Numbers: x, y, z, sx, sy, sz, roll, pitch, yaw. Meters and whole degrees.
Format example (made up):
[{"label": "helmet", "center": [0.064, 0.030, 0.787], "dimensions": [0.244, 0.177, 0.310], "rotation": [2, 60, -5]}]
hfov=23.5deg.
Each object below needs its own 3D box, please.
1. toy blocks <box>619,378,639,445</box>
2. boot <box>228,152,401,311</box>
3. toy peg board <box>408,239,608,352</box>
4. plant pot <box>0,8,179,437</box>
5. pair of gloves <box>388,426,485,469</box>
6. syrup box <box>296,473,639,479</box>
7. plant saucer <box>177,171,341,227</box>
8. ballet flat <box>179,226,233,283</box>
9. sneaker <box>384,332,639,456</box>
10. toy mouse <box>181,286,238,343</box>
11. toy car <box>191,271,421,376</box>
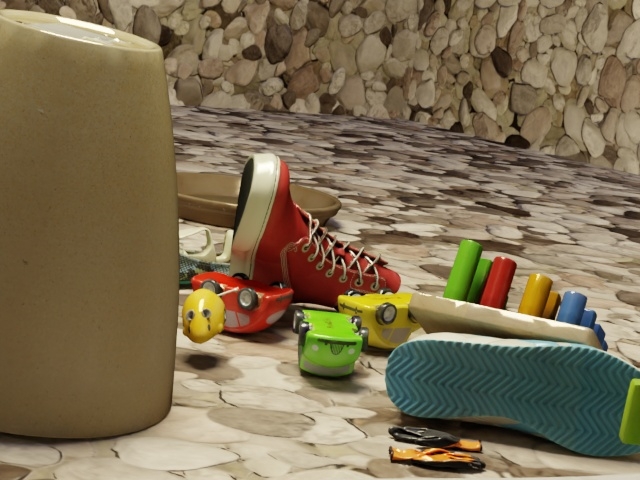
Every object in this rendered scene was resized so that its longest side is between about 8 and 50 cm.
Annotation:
[{"label": "toy blocks", "center": [0.422, 0.165, 0.999], "dimensions": [0.381, 0.191, 0.261], "rotation": [5, 22, -9]}, {"label": "boot", "center": [0.000, 0.000, 1.525], "dimensions": [0.176, 0.088, 0.244], "rotation": [10, -28, 0]}, {"label": "toy peg board", "center": [0.182, 0.068, 1.344], "dimensions": [0.160, 0.079, 0.161], "rotation": [11, -20, 25]}, {"label": "plant pot", "center": [-0.211, -0.027, 1.164], "dimensions": [0.256, 0.274, 0.256], "rotation": [12, 12, -3]}, {"label": "pair of gloves", "center": [0.088, 0.157, 1.174], "dimensions": [0.074, 0.010, 0.083], "rotation": [7, 9, 2]}, {"label": "syrup box", "center": [0.095, 0.180, 0.798], "dimensions": [0.237, 0.093, 0.096], "rotation": [3, 11, -23]}, {"label": "plant saucer", "center": [-0.110, -0.054, 2.165], "dimensions": [0.278, 0.041, 0.278], "rotation": [8, 9, -1]}, {"label": "ballet flat", "center": [-0.113, 0.018, 1.675], "dimensions": [0.188, 0.070, 0.070], "rotation": [1, 12, -34]}, {"label": "sneaker", "center": [0.170, 0.117, 1.257], "dimensions": [0.228, 0.087, 0.092], "rotation": [12, 5, 8]}, {"label": "toy mouse", "center": [-0.157, 0.070, 1.346], "dimensions": [0.143, 0.031, 0.161], "rotation": [-3, 25, 10]}, {"label": "toy car", "center": [-0.001, 0.083, 1.415], "dimensions": [0.239, 0.053, 0.225], "rotation": [6, 10, -6]}]
